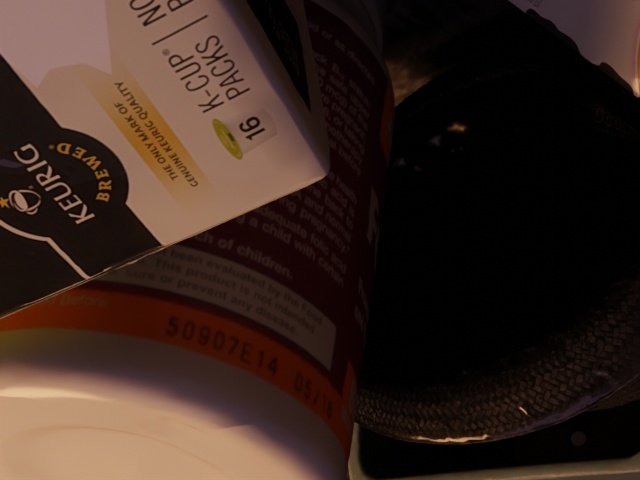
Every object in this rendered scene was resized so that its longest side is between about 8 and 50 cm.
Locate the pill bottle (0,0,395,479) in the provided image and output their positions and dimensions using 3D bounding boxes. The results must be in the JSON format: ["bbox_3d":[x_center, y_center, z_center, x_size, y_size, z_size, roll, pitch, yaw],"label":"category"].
[{"bbox_3d":[-0.071,-0.029,0.618,0.223,0.392,0.224,7,144,5],"label":"pill bottle"}]

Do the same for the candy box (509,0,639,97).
[{"bbox_3d":[0.125,-0.208,0.516,0.233,0.071,0.159,40,144,12],"label":"candy box"}]

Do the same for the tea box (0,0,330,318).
[{"bbox_3d":[-0.213,-0.137,0.387,0.323,0.220,0.329,-22,132,11],"label":"tea box"}]

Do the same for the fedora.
[{"bbox_3d":[0.138,0.018,0.667,0.334,0.334,0.152,-23,132,36],"label":"fedora"}]

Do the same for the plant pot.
[{"bbox_3d":[0.190,0.107,0.872,0.247,0.247,0.252,-12,153,27],"label":"plant pot"}]
